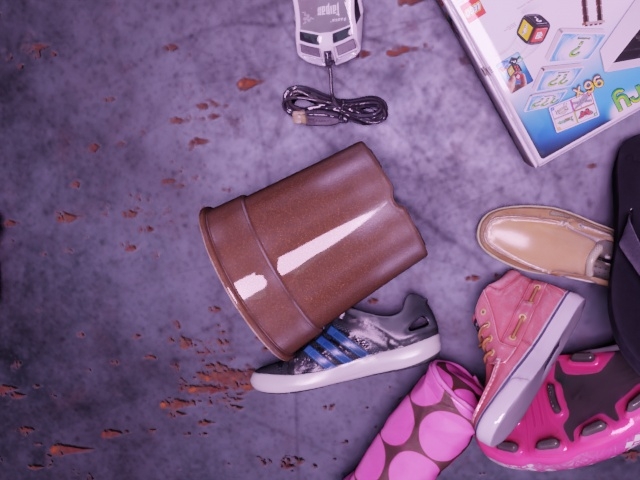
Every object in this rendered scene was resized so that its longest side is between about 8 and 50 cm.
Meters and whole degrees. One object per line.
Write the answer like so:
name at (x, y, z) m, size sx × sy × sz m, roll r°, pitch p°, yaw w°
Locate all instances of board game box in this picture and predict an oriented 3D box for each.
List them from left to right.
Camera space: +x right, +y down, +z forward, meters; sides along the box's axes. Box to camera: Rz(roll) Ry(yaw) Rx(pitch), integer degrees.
board game box at (0.275, -0.225, 0.521) m, size 0.305 × 0.053 × 0.193 m, roll -30°, pitch 100°, yaw 11°

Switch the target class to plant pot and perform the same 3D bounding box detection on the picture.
plant pot at (0.000, 0.000, 0.569) m, size 0.165 × 0.167 × 0.167 m, roll -31°, pitch 95°, yaw 4°

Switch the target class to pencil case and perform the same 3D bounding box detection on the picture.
pencil case at (0.095, 0.219, 0.613) m, size 0.209 × 0.098 × 0.095 m, roll -57°, pitch 45°, yaw 21°

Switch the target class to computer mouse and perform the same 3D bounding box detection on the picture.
computer mouse at (0.010, -0.208, 0.581) m, size 0.106 × 0.042 × 0.193 m, roll 1°, pitch 106°, yaw 13°

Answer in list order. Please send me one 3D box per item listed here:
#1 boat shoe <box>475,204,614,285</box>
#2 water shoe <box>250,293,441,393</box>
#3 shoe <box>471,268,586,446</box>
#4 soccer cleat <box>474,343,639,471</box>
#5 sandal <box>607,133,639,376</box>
boat shoe at (0.246, 0.009, 0.570) m, size 0.189 × 0.072 × 0.068 m, roll 11°, pitch 102°, yaw 6°
water shoe at (0.022, 0.107, 0.633) m, size 0.203 × 0.073 × 0.080 m, roll -13°, pitch 80°, yaw 4°
shoe at (0.171, 0.102, 0.561) m, size 0.081 × 0.178 × 0.064 m, roll 26°, pitch 149°, yaw 32°
soccer cleat at (0.314, 0.150, 0.570) m, size 0.331 × 0.116 × 0.143 m, roll -33°, pitch 124°, yaw 23°
sandal at (0.289, 0.010, 0.499) m, size 0.097 × 0.054 × 0.255 m, roll -1°, pitch 61°, yaw 11°
